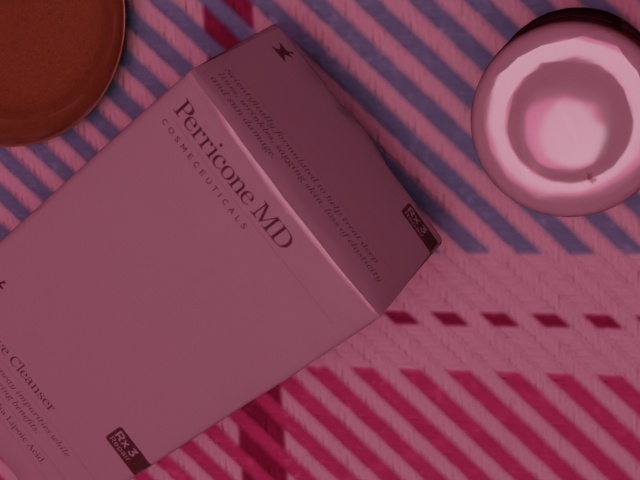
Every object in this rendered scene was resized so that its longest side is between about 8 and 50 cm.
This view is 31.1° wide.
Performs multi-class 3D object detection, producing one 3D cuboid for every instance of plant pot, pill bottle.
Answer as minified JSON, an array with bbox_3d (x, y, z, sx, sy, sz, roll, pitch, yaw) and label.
[{"bbox_3d":[-0.270,-0.198,0.974,0.236,0.032,0.236,4,106,12],"label":"plant pot"},{"bbox_3d":[0.174,-0.097,0.789,0.121,0.221,0.121,4,106,13],"label":"pill bottle"}]

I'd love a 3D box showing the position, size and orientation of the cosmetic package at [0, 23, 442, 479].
[{"bbox_3d":[-0.123,0.037,0.901,0.385,0.156,0.217,-38,93,33],"label":"cosmetic package"}]
